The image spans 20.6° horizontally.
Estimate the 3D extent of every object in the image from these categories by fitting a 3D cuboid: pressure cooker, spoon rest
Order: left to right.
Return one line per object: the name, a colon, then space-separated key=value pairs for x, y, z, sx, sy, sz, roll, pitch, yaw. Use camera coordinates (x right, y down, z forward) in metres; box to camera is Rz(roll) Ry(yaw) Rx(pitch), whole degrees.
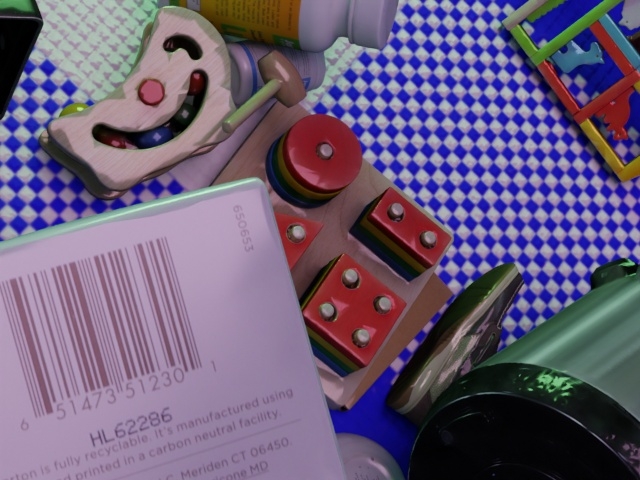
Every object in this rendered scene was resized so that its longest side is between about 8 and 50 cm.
spoon rest: x=0.054 y=0.330 z=1.849 sx=0.137 sy=0.084 sz=0.276 roll=-7 pitch=63 yaw=-29
pressure cooker: x=0.343 y=0.220 z=1.834 sx=0.420 sy=0.370 sz=0.375 roll=-27 pitch=75 yaw=-42

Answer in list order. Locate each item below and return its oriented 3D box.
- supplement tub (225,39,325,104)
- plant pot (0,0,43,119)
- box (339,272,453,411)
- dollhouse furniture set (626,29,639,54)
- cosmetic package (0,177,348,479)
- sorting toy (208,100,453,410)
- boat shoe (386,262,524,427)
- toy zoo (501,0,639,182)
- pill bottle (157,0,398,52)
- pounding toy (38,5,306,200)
supplement tub: x=-0.056 y=-0.193 z=1.963 sx=0.107 sy=0.071 sz=0.071 roll=-13 pitch=79 yaw=-28
plant pot: x=-0.400 y=-0.237 z=1.760 sx=0.187 sy=0.188 sz=0.167 roll=-1 pitch=60 yaw=-26
box: x=0.033 y=0.066 z=1.948 sx=0.164 sy=0.021 sz=0.201 roll=47 pitch=60 yaw=-4
dollhouse furniture set: x=0.556 y=-0.347 z=2.140 sx=0.152 sy=0.374 sz=0.201 roll=29 pitch=61 yaw=-20
cosmetic package: x=-0.209 y=0.152 z=1.531 sx=0.329 sy=0.393 sz=0.327 roll=-17 pitch=93 yaw=-19
sorting toy: x=0.000 y=0.000 z=1.890 sx=0.255 sy=0.089 sz=0.257 roll=40 pitch=61 yaw=-7
boat shoe: x=0.161 y=0.121 z=1.963 sx=0.073 sy=0.080 sz=0.223 roll=46 pitch=65 yaw=-12
toy zoo: x=0.383 y=-0.206 z=2.130 sx=0.293 sy=0.192 sz=0.030 roll=53 pitch=15 yaw=-1
pill bottle: x=-0.042 y=-0.279 z=1.906 sx=0.245 sy=0.136 sz=0.136 roll=13 pitch=65 yaw=10
pounding toy: x=-0.158 y=-0.160 z=1.830 sx=0.269 sy=0.155 sz=0.154 roll=-29 pitch=91 yaw=-18
